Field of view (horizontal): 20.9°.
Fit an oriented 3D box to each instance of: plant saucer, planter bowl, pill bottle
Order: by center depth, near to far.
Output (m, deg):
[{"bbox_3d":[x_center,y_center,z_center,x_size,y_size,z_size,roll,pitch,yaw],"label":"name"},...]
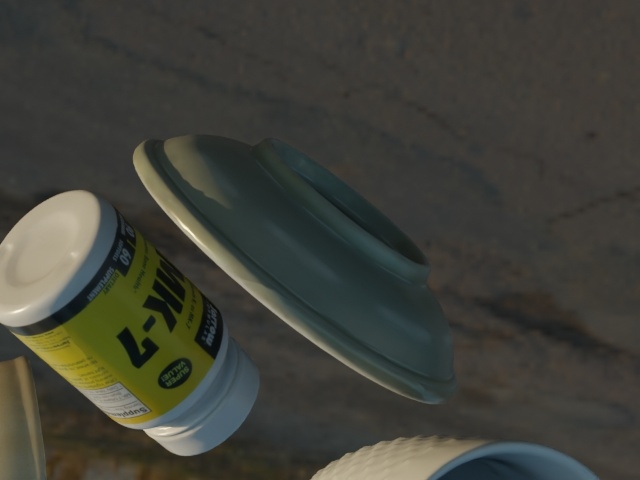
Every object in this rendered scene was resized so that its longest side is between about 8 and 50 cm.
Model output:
[{"bbox_3d":[-0.145,0.068,1.316,0.119,0.119,0.208,-11,137,36],"label":"pill bottle"},{"bbox_3d":[0.000,0.000,1.730,0.400,0.100,0.400,38,-171,-7],"label":"plant saucer"},{"bbox_3d":[-0.378,0.218,1.983,0.109,0.162,0.162,-7,163,-14],"label":"planter bowl"}]

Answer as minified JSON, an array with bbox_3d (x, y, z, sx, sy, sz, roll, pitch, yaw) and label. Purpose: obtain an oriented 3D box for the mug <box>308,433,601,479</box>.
[{"bbox_3d":[0.053,0.326,1.603,0.374,0.276,0.328,-11,-179,-25],"label":"mug"}]
